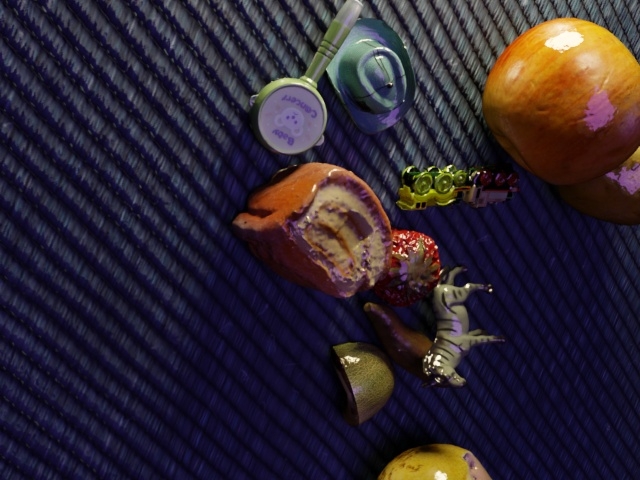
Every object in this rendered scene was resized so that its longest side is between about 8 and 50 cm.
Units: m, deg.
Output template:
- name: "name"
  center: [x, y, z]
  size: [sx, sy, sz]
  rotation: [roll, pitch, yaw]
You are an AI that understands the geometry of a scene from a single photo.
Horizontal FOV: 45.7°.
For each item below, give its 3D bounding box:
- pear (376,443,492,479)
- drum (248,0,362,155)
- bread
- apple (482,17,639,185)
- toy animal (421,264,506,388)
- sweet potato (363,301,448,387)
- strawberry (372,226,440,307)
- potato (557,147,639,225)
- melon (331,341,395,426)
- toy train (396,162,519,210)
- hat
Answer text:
- name: "pear"
  center: [0.222, 0.497, 1.379]
  size: [0.271, 0.271, 0.271]
  rotation: [-7, 106, -27]
- name: "drum"
  center: [-0.031, -0.252, 1.143]
  size: [0.130, 0.049, 0.253]
  rotation: [13, 101, -18]
- name: "bread"
  center: [0.008, -0.009, 1.202]
  size: [0.244, 0.123, 0.190]
  rotation: [43, 80, -31]
- name: "apple"
  center: [0.409, -0.227, 1.283]
  size: [0.233, 0.286, 0.286]
  rotation: [-39, 119, 4]
- name: "toy animal"
  center: [0.235, 0.151, 1.350]
  size: [0.176, 0.073, 0.217]
  rotation: [-8, 78, -30]
- name: "sweet potato"
  center: [0.148, 0.181, 1.357]
  size: [0.243, 0.077, 0.077]
  rotation: [42, 82, -25]
- name: "strawberry"
  center: [0.145, 0.050, 1.312]
  size: [0.145, 0.086, 0.145]
  rotation: [-7, 104, -28]
- name: "potato"
  center: [0.523, -0.122, 1.436]
  size: [0.158, 0.178, 0.203]
  rotation: [-8, 122, -10]
- name: "melon"
  center: [0.086, 0.251, 1.334]
  size: [0.128, 0.079, 0.160]
  rotation: [-23, 112, -20]
- name: "toy train"
  center: [0.252, -0.096, 1.354]
  size: [0.249, 0.053, 0.085]
  rotation: [-5, 113, -28]
- name: "hat"
  center: [0.090, -0.257, 1.206]
  size: [0.138, 0.078, 0.191]
  rotation: [-35, 116, -11]
